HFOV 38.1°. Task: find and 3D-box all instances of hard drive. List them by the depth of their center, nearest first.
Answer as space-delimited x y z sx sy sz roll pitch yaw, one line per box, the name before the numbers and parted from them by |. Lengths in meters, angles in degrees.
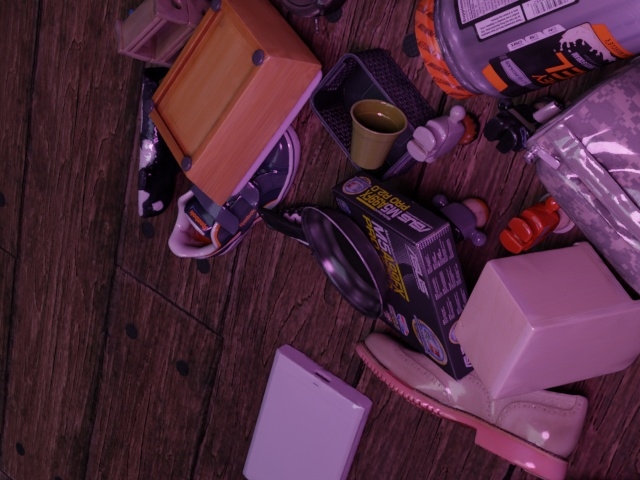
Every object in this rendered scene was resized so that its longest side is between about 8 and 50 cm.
hard drive | -0.031 0.370 1.718 0.203 0.040 0.307 31 121 26

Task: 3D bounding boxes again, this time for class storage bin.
storage bin | 0.086 -0.190 1.413 0.180 0.084 0.122 54 129 12

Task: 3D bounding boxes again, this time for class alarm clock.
alarm clock | -0.026 -0.429 1.437 0.129 0.064 0.192 -37 78 39

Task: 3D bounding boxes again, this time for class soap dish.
soap dish | -0.149 -0.238 1.489 0.291 0.118 0.229 -52 52 24

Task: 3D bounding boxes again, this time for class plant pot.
plant pot | 0.075 -0.148 1.337 0.083 0.083 0.079 38 137 22

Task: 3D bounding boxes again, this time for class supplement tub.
supplement tub | 0.287 -0.295 1.152 0.316 0.193 0.193 -15 95 41

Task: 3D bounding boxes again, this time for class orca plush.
orca plush | -0.283 -0.178 1.725 0.151 0.102 0.287 -133 46 -77

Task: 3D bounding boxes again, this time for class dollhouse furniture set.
dollhouse furniture set | -0.272 -0.418 1.608 0.129 0.129 0.183 -31 61 40

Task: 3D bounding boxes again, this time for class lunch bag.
lunch bag | 0.402 -0.063 1.093 0.305 0.256 0.212 51 128 11

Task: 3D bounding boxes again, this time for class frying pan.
frying pan | 0.015 0.025 1.437 0.197 0.053 0.326 61 163 -13

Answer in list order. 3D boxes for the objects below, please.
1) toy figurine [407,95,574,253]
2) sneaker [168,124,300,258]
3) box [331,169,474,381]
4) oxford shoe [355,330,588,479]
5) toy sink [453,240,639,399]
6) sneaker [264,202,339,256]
toy figurine | 0.242 -0.092 1.294 0.209 0.148 0.213 -1 106 44
sneaker | -0.155 -0.075 1.612 0.126 0.127 0.321 48 126 17
box | 0.129 0.050 1.358 0.216 0.060 0.270 39 156 49
oxford shoe | 0.230 0.219 1.435 0.397 0.140 0.146 27 89 34
toy sink | 0.324 0.100 1.257 0.152 0.234 0.131 106 147 -44
sneaker | 0.002 -0.005 1.542 0.234 0.078 0.106 4 105 35
